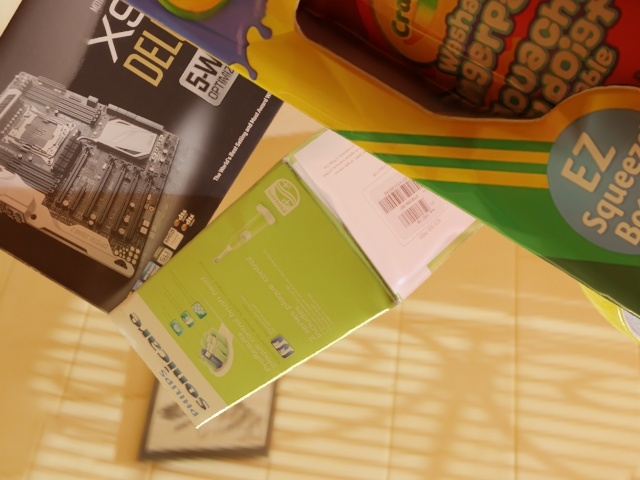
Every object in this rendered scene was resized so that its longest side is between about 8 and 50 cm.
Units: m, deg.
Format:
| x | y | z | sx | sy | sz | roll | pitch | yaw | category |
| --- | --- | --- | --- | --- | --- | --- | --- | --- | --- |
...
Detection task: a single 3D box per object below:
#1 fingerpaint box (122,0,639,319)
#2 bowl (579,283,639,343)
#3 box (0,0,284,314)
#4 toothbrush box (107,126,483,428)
| x | y | z | sx | sy | sz | roll | pitch | yaw | category |
| --- | --- | --- | --- | --- | --- | --- | --- | --- | --- |
| 0.133 | -0.226 | 0.484 | 0.371 | 0.163 | 0.445 | 33 | -55 | 13 | fingerpaint box |
| 0.340 | -0.049 | 1.296 | 0.156 | 0.289 | 0.289 | 28 | -25 | 41 | bowl |
| -0.182 | -0.111 | 1.116 | 0.242 | 0.076 | 0.307 | 33 | -84 | -5 | box |
| 0.000 | 0.000 | 0.920 | 0.122 | 0.206 | 0.283 | 52 | -41 | -2 | toothbrush box |
